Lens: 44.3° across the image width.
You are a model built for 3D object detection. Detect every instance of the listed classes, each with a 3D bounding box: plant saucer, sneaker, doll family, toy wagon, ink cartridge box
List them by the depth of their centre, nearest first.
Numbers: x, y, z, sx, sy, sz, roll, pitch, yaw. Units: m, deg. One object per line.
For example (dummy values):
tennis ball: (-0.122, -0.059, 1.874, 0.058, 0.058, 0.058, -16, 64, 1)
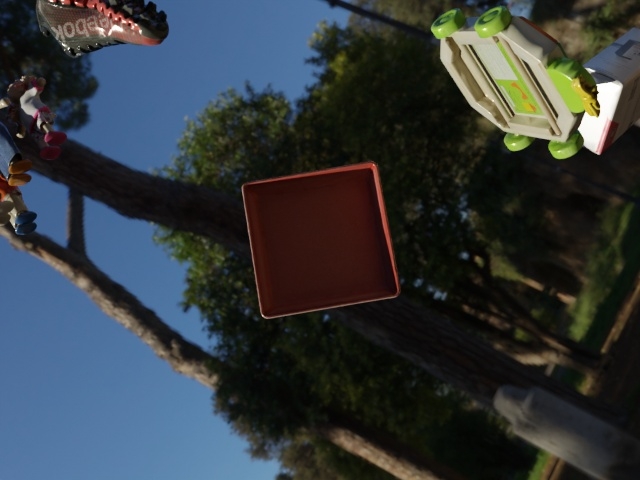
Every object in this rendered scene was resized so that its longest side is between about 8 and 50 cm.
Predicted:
doll family: (-0.491, -0.134, 1.174, 0.118, 0.163, 0.263, -13, -34, -47)
toy wagon: (0.321, -0.246, 1.226, 0.068, 0.267, 0.344, -45, 27, -9)
sneaker: (-0.387, -0.376, 1.377, 0.097, 0.275, 0.135, -39, -33, -60)
plant saucer: (0.000, 0.000, 1.467, 0.048, 0.258, 0.259, 85, 176, -81)
ink cartridge box: (0.566, -0.288, 1.497, 0.217, 0.092, 0.159, -34, -36, -33)

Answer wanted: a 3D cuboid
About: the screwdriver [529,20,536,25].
screwdriver: (0.387, -0.370, 1.412, 0.170, 0.024, 0.025, -82, 8, -66)
